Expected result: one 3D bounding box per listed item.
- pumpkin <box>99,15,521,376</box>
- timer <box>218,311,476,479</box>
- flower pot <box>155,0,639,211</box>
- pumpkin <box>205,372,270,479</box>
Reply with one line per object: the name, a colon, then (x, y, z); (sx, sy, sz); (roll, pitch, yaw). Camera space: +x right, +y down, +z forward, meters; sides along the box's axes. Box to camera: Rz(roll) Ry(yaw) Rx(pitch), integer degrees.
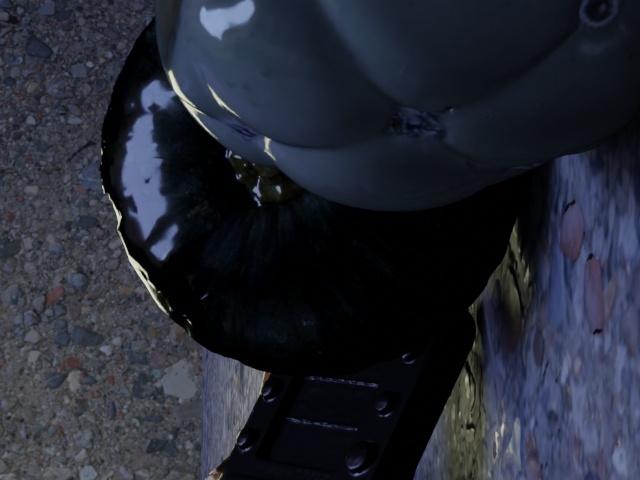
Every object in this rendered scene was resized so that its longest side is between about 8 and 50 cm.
pumpkin: (-0.002, -0.043, 0.930); (0.163, 0.233, 0.233); (8, -96, -79)
timer: (0.014, 0.115, 1.042); (0.144, 0.055, 0.187); (0, 59, 54)
flower pot: (0.034, -0.132, 0.733); (0.246, 0.195, 0.246); (-175, 90, -79)
pumpkin: (0.011, 0.104, 1.346); (0.130, 0.149, 0.254); (10, -88, -56)
